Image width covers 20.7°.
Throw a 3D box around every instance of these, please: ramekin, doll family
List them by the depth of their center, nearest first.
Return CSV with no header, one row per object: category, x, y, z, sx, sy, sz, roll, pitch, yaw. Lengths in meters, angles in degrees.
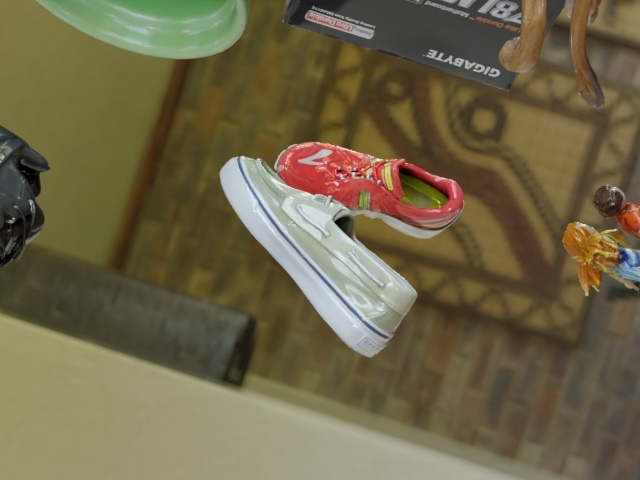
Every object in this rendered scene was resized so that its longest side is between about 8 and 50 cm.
doll family,0.343,0.028,1.863,0.118,0.163,0.263,-60,14,6
ramekin,-0.205,-0.354,2.004,0.303,0.303,0.148,90,-162,-64

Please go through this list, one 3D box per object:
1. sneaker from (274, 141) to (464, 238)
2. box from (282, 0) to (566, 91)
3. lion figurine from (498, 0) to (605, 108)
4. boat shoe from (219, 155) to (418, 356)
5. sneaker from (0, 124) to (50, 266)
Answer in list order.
sneaker,0.075,-0.089,2.491,0.118,0.279,0.107,133,148,-66
box,0.141,-0.323,1.977,0.293,0.295,0.073,120,161,-45
lion figurine,0.207,-0.327,1.477,0.240,0.142,0.392,113,147,-48
boat shoe,0.000,0.000,1.948,0.094,0.302,0.109,-45,-29,8
sneaker,-0.294,-0.015,1.415,0.109,0.130,0.286,-57,12,38
